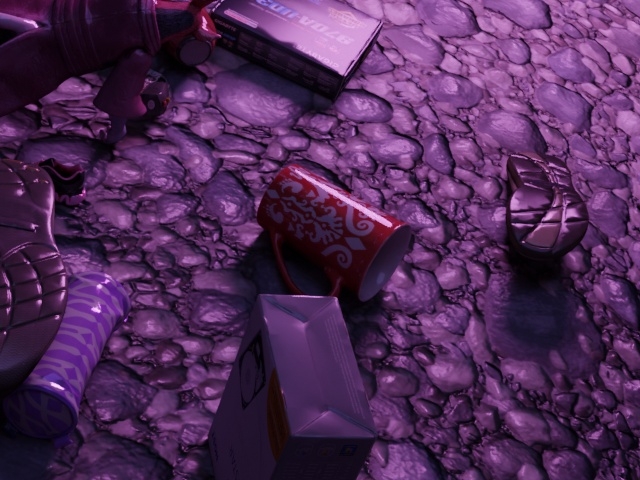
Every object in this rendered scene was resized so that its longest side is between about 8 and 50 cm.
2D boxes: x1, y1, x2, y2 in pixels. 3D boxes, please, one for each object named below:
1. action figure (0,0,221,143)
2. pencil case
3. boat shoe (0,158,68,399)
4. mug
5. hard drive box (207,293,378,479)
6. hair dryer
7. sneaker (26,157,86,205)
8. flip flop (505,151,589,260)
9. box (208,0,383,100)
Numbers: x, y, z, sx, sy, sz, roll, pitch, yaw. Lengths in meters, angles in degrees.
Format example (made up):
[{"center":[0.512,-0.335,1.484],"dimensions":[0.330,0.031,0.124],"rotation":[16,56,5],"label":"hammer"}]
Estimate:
[{"center":[-0.308,-0.268,1.819],"dimensions":[0.370,0.276,0.248],"rotation":[-11,74,6],"label":"action figure"},{"center":[-0.268,0.124,1.581],"dimensions":[0.088,0.086,0.206],"rotation":[47,37,-24],"label":"pencil case"},{"center":[-0.346,0.055,1.588],"dimensions":[0.132,0.130,0.355],"rotation":[12,36,-14],"label":"boat shoe"},{"center":[0.004,-0.008,1.816],"dimensions":[0.169,0.113,0.150],"rotation":[33,41,18],"label":"mug"},{"center":[-0.035,0.198,1.484],"dimensions":[0.089,0.232,0.181],"rotation":[3,44,-19],"label":"hard drive box"},{"center":[-0.255,-0.302,2.042],"dimensions":[0.223,0.080,0.293],"rotation":[25,41,6],"label":"hair dryer"},{"center":[-0.342,-0.082,1.788],"dimensions":[0.119,0.057,0.047],"rotation":[9,44,-12],"label":"sneaker"},{"center":[0.294,-0.039,2.001],"dimensions":[0.112,0.080,0.277],"rotation":[11,27,-4],"label":"flip flop"},{"center":[-0.038,-0.311,2.163],"dimensions":[0.220,0.051,0.175],"rotation":[27,41,5],"label":"box"}]
